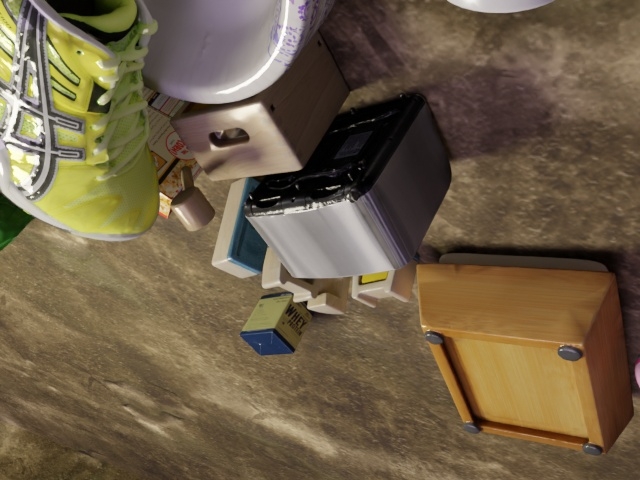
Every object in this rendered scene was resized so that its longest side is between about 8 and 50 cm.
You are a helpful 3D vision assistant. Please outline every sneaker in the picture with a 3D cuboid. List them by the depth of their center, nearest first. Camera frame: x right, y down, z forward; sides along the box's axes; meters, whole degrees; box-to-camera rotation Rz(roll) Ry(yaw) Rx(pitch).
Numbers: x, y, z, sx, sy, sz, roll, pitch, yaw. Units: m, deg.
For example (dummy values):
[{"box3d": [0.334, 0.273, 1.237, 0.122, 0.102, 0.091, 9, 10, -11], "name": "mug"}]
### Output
[{"box3d": [-0.203, -0.130, 0.532, 0.147, 0.145, 0.385, 14, 144, 22], "name": "sneaker"}]

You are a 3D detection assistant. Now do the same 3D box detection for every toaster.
[{"box3d": [0.028, -0.051, 0.690, 0.168, 0.186, 0.110, -8, 126, 40], "name": "toaster"}]

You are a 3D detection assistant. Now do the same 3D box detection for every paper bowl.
[{"box3d": [-0.111, -0.267, 0.545, 0.284, 0.148, 0.284, 18, 144, 14], "name": "paper bowl"}]

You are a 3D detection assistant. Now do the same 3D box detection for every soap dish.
[{"box3d": [0.257, 0.147, 0.837, 0.228, 0.118, 0.291, 2, 138, 32], "name": "soap dish"}]

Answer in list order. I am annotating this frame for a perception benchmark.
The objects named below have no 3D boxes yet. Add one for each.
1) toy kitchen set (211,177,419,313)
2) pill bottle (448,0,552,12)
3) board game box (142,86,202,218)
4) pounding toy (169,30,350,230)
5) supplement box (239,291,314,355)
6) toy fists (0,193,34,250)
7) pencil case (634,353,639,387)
[{"box3d": [0.000, 0.000, 0.863, 0.207, 0.122, 0.166, 28, 150, -36], "name": "toy kitchen set"}, {"box3d": [0.103, -0.246, 0.360, 0.124, 0.124, 0.222, 13, 142, 21], "name": "pill bottle"}, {"box3d": [-0.224, -0.135, 0.788, 0.193, 0.147, 0.045, 31, 145, -2], "name": "board game box"}, {"box3d": [-0.100, -0.113, 0.679, 0.181, 0.206, 0.094, -3, 134, 37], "name": "pounding toy"}, {"box3d": [-0.070, 0.134, 1.071, 0.083, 0.083, 0.056, -12, 128, 43], "name": "supplement box"}, {"box3d": [-0.662, -0.010, 1.245, 0.279, 0.142, 0.096, -6, 132, 39], "name": "toy fists"}, {"box3d": [0.445, 0.094, 0.649, 0.124, 0.124, 0.284, 28, 144, 1], "name": "pencil case"}]
